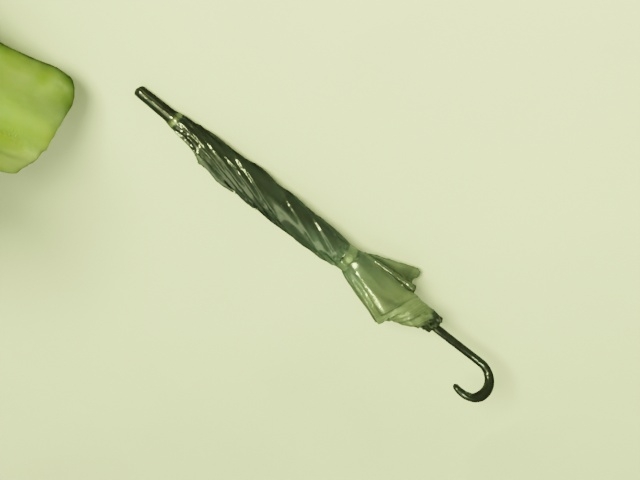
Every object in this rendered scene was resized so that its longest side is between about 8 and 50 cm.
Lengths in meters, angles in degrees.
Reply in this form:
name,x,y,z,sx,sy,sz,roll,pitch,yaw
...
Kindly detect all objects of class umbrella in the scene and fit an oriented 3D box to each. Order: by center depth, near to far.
name,x,y,z,sx,sy,sz,roll,pitch,yaw
umbrella,0.003,-0.004,0.731,0.269,0.044,0.044,42,154,-8

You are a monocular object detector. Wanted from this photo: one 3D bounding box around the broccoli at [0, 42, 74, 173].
name,x,y,z,sx,sy,sz,roll,pitch,yaw
broccoli,-0.238,-0.097,0.627,0.243,0.247,0.263,16,-177,-38
